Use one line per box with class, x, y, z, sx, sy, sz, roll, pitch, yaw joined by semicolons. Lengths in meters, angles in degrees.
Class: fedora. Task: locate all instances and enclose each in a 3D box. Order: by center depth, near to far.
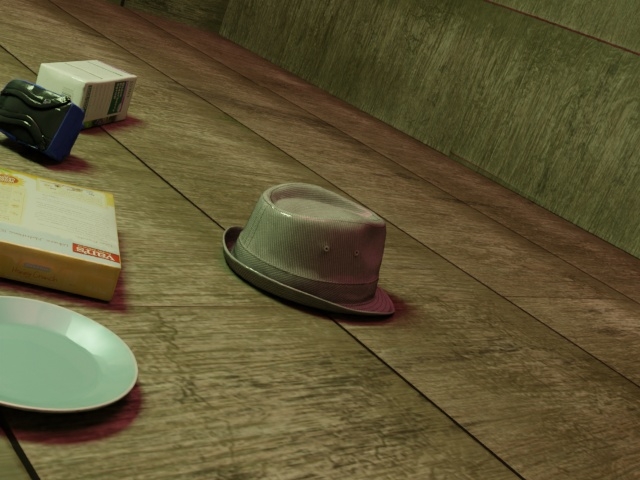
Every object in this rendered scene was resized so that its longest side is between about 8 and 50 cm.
fedora;0.000;0.000;1.184;0.275;0.124;0.244;13;19;-27

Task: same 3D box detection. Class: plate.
plate;-0.253;0.102;0.726;0.188;0.024;0.188;19;16;-6

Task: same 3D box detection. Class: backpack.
backpack;-0.436;-0.182;1.282;0.120;0.098;0.101;24;-12;9

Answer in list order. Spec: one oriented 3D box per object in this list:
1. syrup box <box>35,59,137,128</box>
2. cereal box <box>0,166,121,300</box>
syrup box;-0.440;-0.277;1.569;0.096;0.093;0.237;22;16;5
cereal box;-0.325;-0.016;0.970;0.172;0.047;0.240;15;18;-20
